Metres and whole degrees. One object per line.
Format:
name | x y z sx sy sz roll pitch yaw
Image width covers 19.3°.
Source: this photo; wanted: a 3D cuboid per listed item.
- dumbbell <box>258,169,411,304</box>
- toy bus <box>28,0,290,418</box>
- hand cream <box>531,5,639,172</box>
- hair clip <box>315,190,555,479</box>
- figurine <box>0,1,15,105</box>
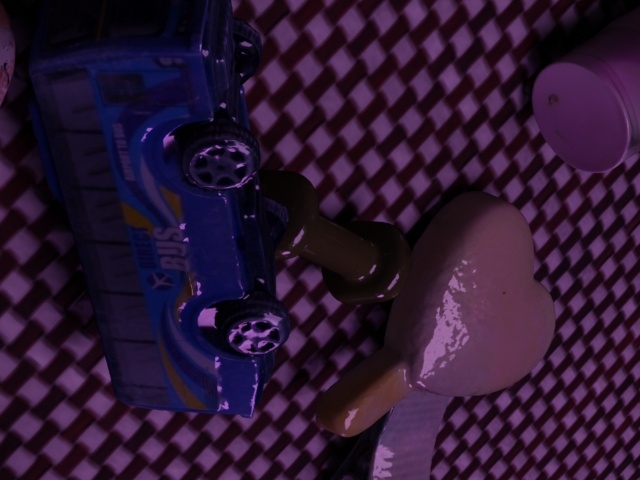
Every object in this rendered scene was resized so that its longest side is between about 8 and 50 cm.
dumbbell | 0.000 0.000 0.949 0.118 0.052 0.046 26 66 -55
toy bus | -0.065 -0.017 0.814 0.094 0.079 0.236 -5 137 3
hand cream | 0.250 -0.130 1.110 0.312 0.070 0.111 -32 138 -33
hair clip | 0.057 0.074 1.079 0.159 0.071 0.218 -2 118 -45
figurine | -0.185 -0.031 0.687 0.205 0.102 0.260 -70 164 -47
